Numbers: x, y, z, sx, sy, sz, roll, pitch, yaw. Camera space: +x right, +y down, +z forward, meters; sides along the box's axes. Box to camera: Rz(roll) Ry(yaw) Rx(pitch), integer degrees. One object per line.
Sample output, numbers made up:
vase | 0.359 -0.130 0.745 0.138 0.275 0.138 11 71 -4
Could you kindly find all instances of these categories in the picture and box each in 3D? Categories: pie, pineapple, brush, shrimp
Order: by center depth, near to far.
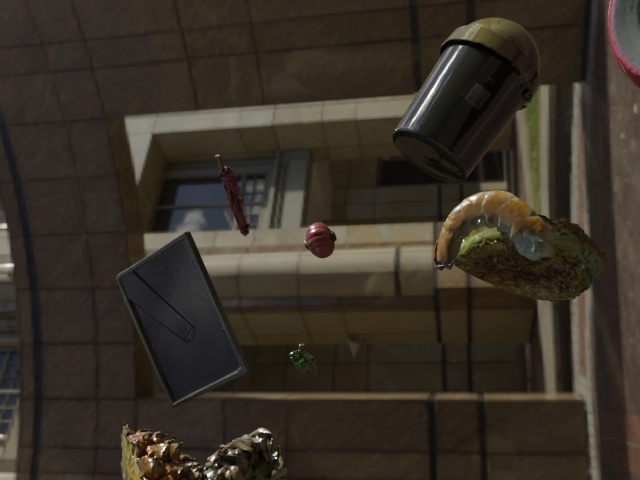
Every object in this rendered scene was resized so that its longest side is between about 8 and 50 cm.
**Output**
shrimp | 0.257 0.008 1.106 0.161 0.166 0.049 47 -174 20
pineapple | -0.184 0.416 1.242 0.262 0.272 0.262 175 90 -66
pie | 0.447 0.038 1.610 0.354 0.288 0.102 134 155 -65
brush | -0.036 0.293 1.741 0.054 0.048 0.282 60 175 14

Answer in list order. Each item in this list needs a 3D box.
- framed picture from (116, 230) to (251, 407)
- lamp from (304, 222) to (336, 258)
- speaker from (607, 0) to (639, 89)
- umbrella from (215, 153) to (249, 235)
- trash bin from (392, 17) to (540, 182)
framed picture | -0.239 0.138 1.239 0.023 0.189 0.260 -10 -108 -59
lamp | 0.000 0.000 2.138 0.107 0.092 0.107 -18 -90 -79
speaker | 0.575 -0.334 1.077 0.294 0.294 0.294 -2 -90 -80
umbrella | -0.128 -0.064 1.079 0.025 0.027 0.165 -51 -32 -30
trash bin | 0.306 -0.294 1.472 0.333 0.214 0.214 -57 -18 -9
